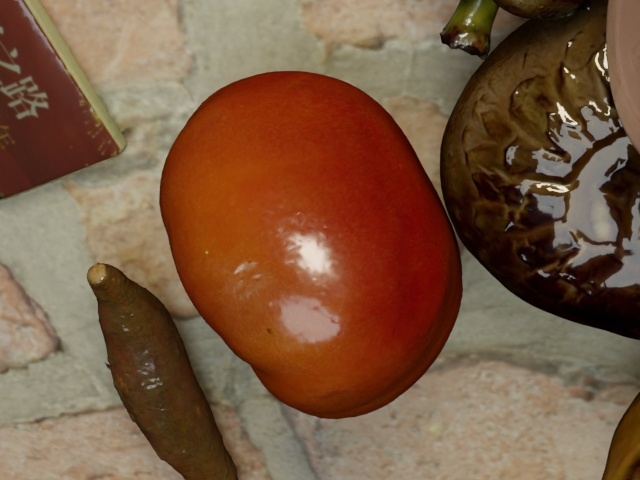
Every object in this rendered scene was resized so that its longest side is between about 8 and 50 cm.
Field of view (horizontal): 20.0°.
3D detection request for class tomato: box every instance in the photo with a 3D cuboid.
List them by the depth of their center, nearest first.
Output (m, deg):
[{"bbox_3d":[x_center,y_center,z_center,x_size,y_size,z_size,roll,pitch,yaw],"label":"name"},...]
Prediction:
[{"bbox_3d":[0.001,0.001,1.304,0.180,0.260,0.260,-25,116,8],"label":"tomato"}]

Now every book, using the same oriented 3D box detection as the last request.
[{"bbox_3d":[-0.370,-0.121,1.440,0.374,0.028,0.262,-18,116,25],"label":"book"}]

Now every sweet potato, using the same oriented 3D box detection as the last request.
[{"bbox_3d":[-0.135,0.133,1.532,0.072,0.066,0.314,-2,127,24],"label":"sweet potato"}]

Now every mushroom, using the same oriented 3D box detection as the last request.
[{"bbox_3d":[0.230,-0.041,1.253,0.297,0.163,0.278,8,126,5],"label":"mushroom"}]

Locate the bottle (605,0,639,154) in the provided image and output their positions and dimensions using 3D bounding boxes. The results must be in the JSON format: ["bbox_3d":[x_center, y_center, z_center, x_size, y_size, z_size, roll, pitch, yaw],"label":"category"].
[{"bbox_3d":[0.331,-0.136,1.094,0.297,0.206,0.173,-3,126,-16],"label":"bottle"}]

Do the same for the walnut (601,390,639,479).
[{"bbox_3d":[0.354,0.141,1.328,0.209,0.209,0.336,38,125,-13],"label":"walnut"}]

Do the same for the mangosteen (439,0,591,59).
[{"bbox_3d":[0.130,-0.225,1.156,0.172,0.172,0.184,43,145,-16],"label":"mangosteen"}]
